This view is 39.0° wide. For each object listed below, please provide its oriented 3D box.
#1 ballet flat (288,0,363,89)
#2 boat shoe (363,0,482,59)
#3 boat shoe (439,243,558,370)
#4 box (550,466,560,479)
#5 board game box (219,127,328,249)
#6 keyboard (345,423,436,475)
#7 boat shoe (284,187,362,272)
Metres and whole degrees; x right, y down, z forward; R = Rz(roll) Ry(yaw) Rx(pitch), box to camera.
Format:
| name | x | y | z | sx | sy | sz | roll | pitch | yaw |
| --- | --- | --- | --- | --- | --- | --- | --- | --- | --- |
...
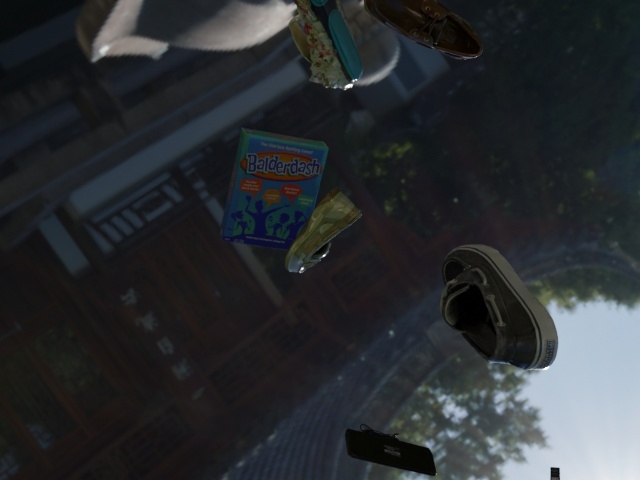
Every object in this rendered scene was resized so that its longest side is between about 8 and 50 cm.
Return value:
| name | x | y | z | sx | sy | sz | roll | pitch | yaw |
| --- | --- | --- | --- | --- | --- | --- | --- | --- | --- |
| ballet flat | -0.014 | -0.304 | 1.180 | 0.077 | 0.240 | 0.091 | -2 | -149 | 30 |
| boat shoe | 0.138 | -0.283 | 1.164 | 0.064 | 0.178 | 0.060 | -62 | -149 | 16 |
| boat shoe | 0.216 | 0.087 | 1.260 | 0.102 | 0.108 | 0.301 | 3 | -156 | -16 |
| box | 0.429 | 0.462 | 1.652 | 0.018 | 0.083 | 0.067 | 0 | 179 | 14 |
| board game box | -0.088 | -0.091 | 1.670 | 0.160 | 0.210 | 0.047 | 7 | -161 | -17 |
| keyboard | 0.138 | 0.431 | 1.834 | 0.100 | 0.192 | 0.038 | -93 | -156 | -57 |
| boat shoe | 0.001 | -0.001 | 1.098 | 0.056 | 0.048 | 0.153 | -45 | 171 | -45 |
